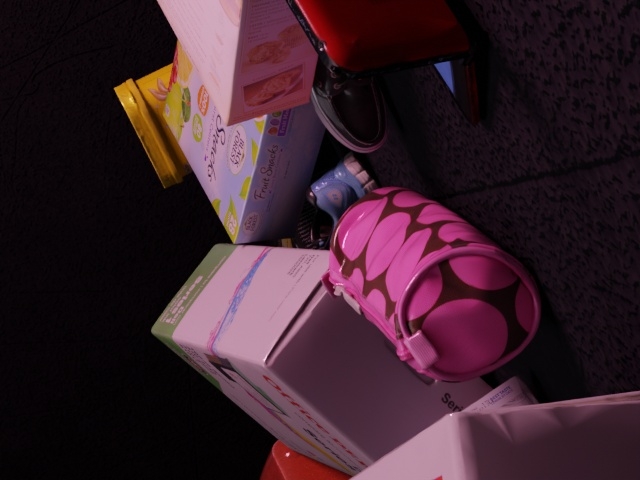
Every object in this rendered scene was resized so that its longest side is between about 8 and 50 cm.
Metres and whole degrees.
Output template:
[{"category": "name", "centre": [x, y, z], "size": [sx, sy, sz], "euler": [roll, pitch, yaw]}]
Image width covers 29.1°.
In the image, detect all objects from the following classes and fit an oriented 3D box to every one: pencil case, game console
[{"category": "pencil case", "centre": [0.065, 0.028, 0.810], "size": [0.095, 0.098, 0.209], "euler": [64, 174, -14]}, {"category": "game console", "centre": [0.016, -0.125, 0.634], "size": [0.144, 0.124, 0.085], "euler": [60, 148, 23]}]

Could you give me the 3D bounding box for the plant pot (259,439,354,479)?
[{"category": "plant pot", "centre": [0.075, 0.306, 1.288], "size": [0.236, 0.267, 0.267], "euler": [79, 165, -47]}]

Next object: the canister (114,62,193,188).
[{"category": "canister", "centre": [-0.126, -0.150, 1.375], "size": [0.126, 0.170, 0.073], "euler": [66, 174, -28]}]

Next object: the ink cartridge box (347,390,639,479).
[{"category": "ink cartridge box", "centre": [0.093, 0.220, 0.535], "size": [0.197, 0.114, 0.273], "euler": [125, 141, -64]}]

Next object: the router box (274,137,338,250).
[{"category": "router box", "centre": [0.000, 0.000, 1.380], "size": [0.243, 0.081, 0.309], "euler": [62, 175, 8]}]

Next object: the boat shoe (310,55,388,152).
[{"category": "boat shoe", "centre": [0.010, -0.126, 0.858], "size": [0.040, 0.049, 0.142], "euler": [-147, 32, -78]}]

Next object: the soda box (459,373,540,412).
[{"category": "soda box", "centre": [0.142, 0.212, 0.950], "size": [0.091, 0.098, 0.286], "euler": [53, 171, 28]}]

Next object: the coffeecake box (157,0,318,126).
[{"category": "coffeecake box", "centre": [-0.054, -0.190, 0.799], "size": [0.142, 0.068, 0.185], "euler": [61, 158, 25]}]

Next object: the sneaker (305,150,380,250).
[{"category": "sneaker", "centre": [0.022, -0.014, 1.141], "size": [0.063, 0.073, 0.162], "euler": [58, 173, 40]}]

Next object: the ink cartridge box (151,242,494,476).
[{"category": "ink cartridge box", "centre": [-0.004, 0.109, 1.089], "size": [0.201, 0.117, 0.278], "euler": [43, 164, -20]}]

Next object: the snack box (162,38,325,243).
[{"category": "snack box", "centre": [-0.072, -0.129, 1.145], "size": [0.207, 0.070, 0.174], "euler": [57, 142, 40]}]
